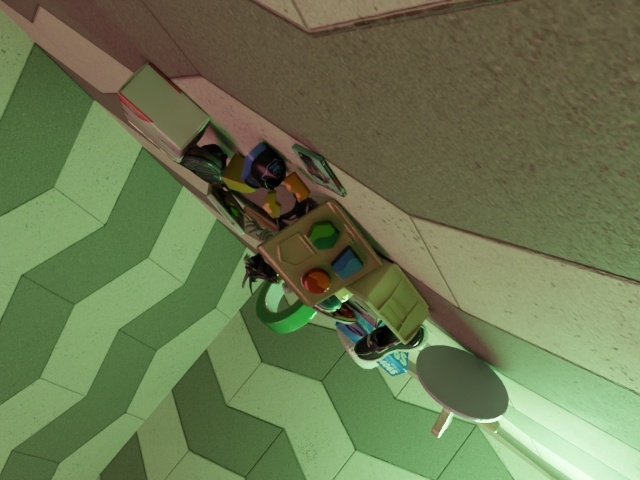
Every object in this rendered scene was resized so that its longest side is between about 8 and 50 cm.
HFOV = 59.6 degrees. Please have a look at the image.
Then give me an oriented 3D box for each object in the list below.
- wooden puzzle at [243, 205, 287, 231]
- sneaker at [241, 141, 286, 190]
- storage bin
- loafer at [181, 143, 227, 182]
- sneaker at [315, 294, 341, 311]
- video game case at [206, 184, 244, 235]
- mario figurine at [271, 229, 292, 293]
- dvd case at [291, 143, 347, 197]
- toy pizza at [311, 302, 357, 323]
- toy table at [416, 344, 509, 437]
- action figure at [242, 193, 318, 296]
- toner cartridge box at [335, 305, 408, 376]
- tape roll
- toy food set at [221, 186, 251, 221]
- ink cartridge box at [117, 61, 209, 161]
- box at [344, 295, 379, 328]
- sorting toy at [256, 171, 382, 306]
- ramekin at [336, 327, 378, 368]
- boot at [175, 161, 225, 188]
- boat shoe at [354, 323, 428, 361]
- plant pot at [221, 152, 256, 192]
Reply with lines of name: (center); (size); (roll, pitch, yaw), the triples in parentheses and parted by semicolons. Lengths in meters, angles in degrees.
wooden puzzle: (-0.164, -0.040, 2.139); (0.239, 0.044, 0.221); (27, 164, 38)
sneaker: (-0.130, -0.152, 1.325); (0.090, 0.081, 0.232); (47, 170, 3)
storage bin: (0.125, 0.123, 1.486); (0.262, 0.123, 0.260); (30, 166, 46)
loafer: (-0.309, -0.228, 1.542); (0.109, 0.095, 0.302); (14, 176, 0)
sneaker: (-0.014, 0.097, 1.769); (0.275, 0.107, 0.110); (64, 156, 16)
video game case: (-0.374, -0.139, 2.223); (0.206, 0.026, 0.227); (52, -172, -23)
mario figurine: (-0.140, 0.079, 2.034); (0.198, 0.170, 0.320); (30, 162, -14)
dvd case: (-0.002, -0.137, 1.102); (0.087, 0.013, 0.119); (32, 169, 39)
toy pizza: (0.035, 0.212, 1.845); (0.201, 0.032, 0.201); (25, -169, -5)
toy table: (0.401, 0.435, 1.609); (0.274, 0.252, 0.161); (44, 158, 35)
action figure: (-0.125, 0.000, 1.411); (0.141, 0.275, 0.164); (46, 169, -36)
toner cartridge box: (0.200, 0.338, 2.068); (0.075, 0.165, 0.348); (-27, 123, 32)
tape roll: (-0.106, 0.203, 2.159); (0.077, 0.321, 0.321); (45, 170, -30)
toy food set: (-0.347, -0.144, 2.205); (0.192, 0.038, 0.132); (52, 178, 28)
ink cartridge box: (-0.422, -0.333, 1.510); (0.207, 0.117, 0.283); (42, 170, -12)
box: (0.149, 0.188, 1.809); (0.169, 0.087, 0.290); (39, 171, 12)
sorting toy: (-0.029, 0.006, 1.279); (0.307, 0.229, 0.041); (51, -161, -23)
ramekin: (0.176, 0.395, 2.267); (0.273, 0.127, 0.273); (51, -169, -14)
boot: (-0.455, -0.295, 2.030); (0.264, 0.096, 0.280); (33, 179, -6)
boat shoe: (0.212, 0.324, 1.851); (0.091, 0.114, 0.302); (36, 136, -28)
plant pot: (-0.209, -0.177, 1.542); (0.083, 0.081, 0.081); (25, 167, 16)
